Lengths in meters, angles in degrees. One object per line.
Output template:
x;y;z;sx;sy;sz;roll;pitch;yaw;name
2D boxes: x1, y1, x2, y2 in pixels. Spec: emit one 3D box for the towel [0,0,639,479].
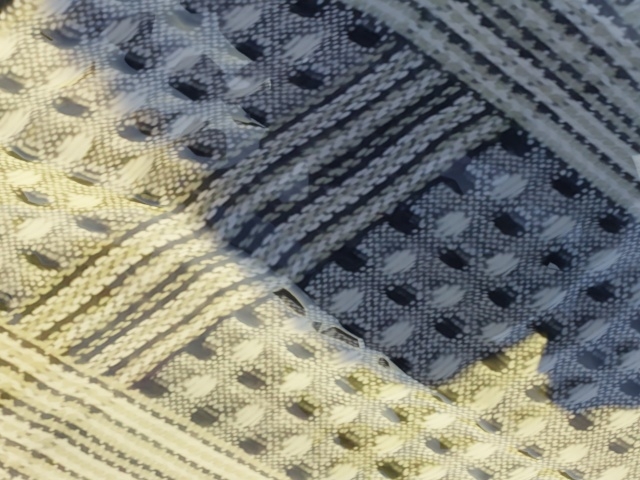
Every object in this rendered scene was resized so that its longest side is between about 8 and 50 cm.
0.000;0.000;0.444;0.312;0.056;0.324;-29;134;31;towel
